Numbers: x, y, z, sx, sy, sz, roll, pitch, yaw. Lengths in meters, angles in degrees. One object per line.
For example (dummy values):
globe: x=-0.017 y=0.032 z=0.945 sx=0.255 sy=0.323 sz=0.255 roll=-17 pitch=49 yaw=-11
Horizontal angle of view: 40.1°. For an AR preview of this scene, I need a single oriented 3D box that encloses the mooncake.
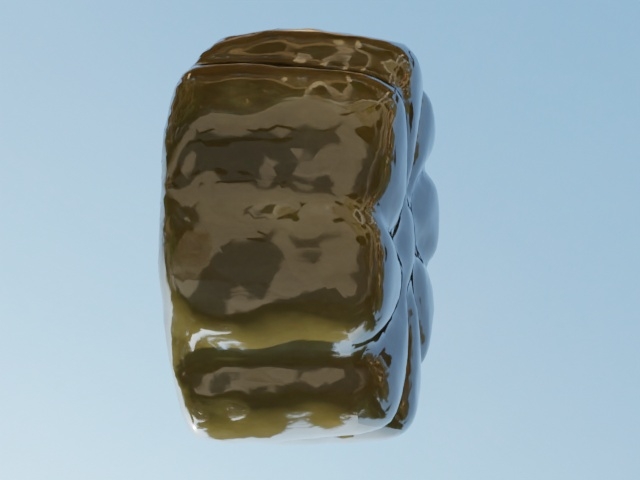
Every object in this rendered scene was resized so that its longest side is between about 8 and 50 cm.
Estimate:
mooncake: x=0.000 y=0.000 z=0.782 sx=0.201 sy=0.378 sz=0.378 roll=0 pitch=-99 yaw=10
